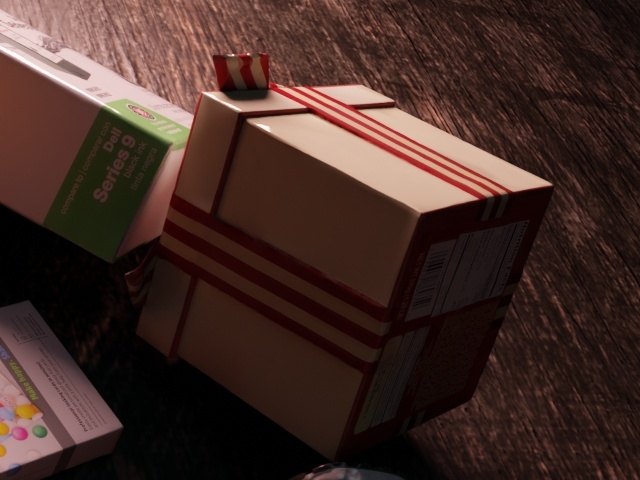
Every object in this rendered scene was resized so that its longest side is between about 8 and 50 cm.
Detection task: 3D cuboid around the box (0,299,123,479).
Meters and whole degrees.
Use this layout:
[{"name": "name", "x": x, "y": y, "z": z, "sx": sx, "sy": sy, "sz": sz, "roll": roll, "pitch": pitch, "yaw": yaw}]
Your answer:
[{"name": "box", "x": -0.264, "y": 0.125, "z": 0.906, "sx": 0.186, "sy": 0.038, "sz": 0.145, "roll": -16, "pitch": 54, "yaw": -44}]

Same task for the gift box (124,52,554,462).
[{"name": "gift box", "x": 0.000, "y": 0.000, "z": 1.006, "sx": 0.258, "sy": 0.255, "sz": 0.276, "roll": 30, "pitch": 19, "yaw": 30}]

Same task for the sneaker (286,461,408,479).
[{"name": "sneaker", "x": 0.088, "y": 0.246, "z": 0.966, "sx": 0.271, "sy": 0.100, "sz": 0.108, "roll": 11, "pitch": 63, "yaw": -29}]

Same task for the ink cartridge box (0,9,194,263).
[{"name": "ink cartridge box", "x": -0.258, "y": -0.111, "z": 1.075, "sx": 0.289, "sy": 0.122, "sz": 0.211, "roll": 29, "pitch": 10, "yaw": 0}]
